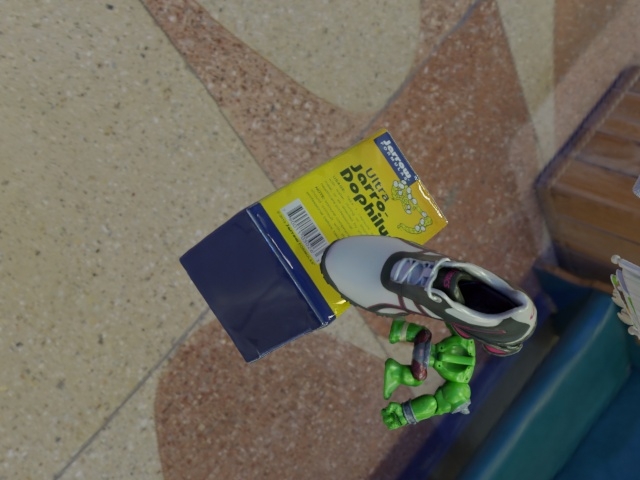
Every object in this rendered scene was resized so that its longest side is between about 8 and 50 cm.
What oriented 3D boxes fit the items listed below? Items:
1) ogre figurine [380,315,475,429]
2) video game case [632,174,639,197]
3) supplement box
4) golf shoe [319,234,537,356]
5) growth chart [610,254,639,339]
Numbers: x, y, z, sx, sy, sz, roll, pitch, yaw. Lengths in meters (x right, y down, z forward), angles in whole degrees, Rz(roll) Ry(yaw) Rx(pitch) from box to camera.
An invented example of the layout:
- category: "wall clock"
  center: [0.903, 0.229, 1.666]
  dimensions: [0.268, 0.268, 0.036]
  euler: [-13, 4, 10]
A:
- category: "ogre figurine"
  center: [0.148, 0.156, 1.040]
  dimensions: [0.097, 0.118, 0.197]
  euler: [68, 32, -61]
- category: "video game case"
  center: [0.390, -0.126, 0.653]
  dimensions: [0.026, 0.227, 0.206]
  euler: [33, 81, -15]
- category: "supplement box"
  center: [0.000, 0.000, 1.204]
  dimensions: [0.356, 0.194, 0.195]
  euler: [-35, 92, -45]
- category: "golf shoe"
  center: [0.127, 0.044, 0.928]
  dimensions: [0.120, 0.273, 0.105]
  euler: [70, 40, -67]
- category: "growth chart"
  center: [0.567, 0.121, 1.339]
  dimensions: [0.021, 0.172, 0.237]
  euler: [-39, 129, -9]
